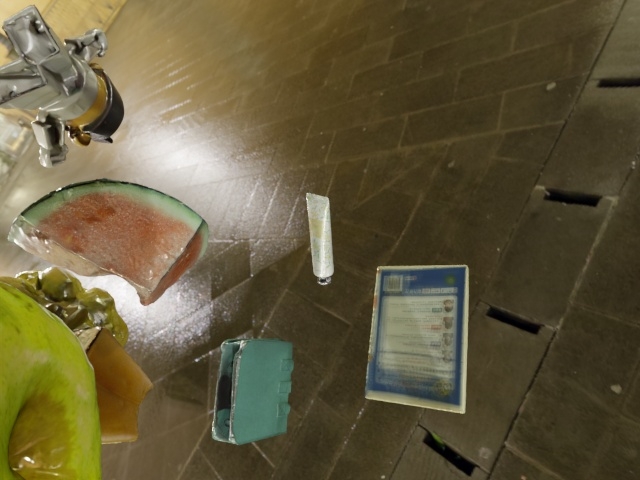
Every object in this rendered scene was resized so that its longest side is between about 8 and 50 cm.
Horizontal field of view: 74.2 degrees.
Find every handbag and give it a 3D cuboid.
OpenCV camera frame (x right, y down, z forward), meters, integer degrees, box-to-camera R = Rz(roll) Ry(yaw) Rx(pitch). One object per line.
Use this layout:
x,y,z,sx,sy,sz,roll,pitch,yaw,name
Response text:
-0.184,0.406,1.167,0.100,0.274,0.268,-3,78,27,handbag

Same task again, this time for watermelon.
-0.335,-0.005,0.714,0.148,0.319,0.226,-50,46,43,watermelon

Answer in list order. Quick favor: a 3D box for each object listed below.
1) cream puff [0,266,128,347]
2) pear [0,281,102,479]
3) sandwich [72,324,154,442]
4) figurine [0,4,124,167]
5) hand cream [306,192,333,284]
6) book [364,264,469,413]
-0.612,0.202,0.948,0.275,0.378,0.378,-45,41,31,cream puff
-0.367,0.199,0.288,0.391,0.391,0.391,-23,50,30,pear
-0.422,0.298,0.718,0.155,0.198,0.227,-15,29,15,sandwich
-0.503,-0.293,0.853,0.143,0.308,0.308,34,87,10,figurine
0.000,0.000,0.867,0.042,0.194,0.067,-22,28,-33,hand cream
0.223,0.213,0.980,0.228,0.018,0.322,-2,68,31,book
